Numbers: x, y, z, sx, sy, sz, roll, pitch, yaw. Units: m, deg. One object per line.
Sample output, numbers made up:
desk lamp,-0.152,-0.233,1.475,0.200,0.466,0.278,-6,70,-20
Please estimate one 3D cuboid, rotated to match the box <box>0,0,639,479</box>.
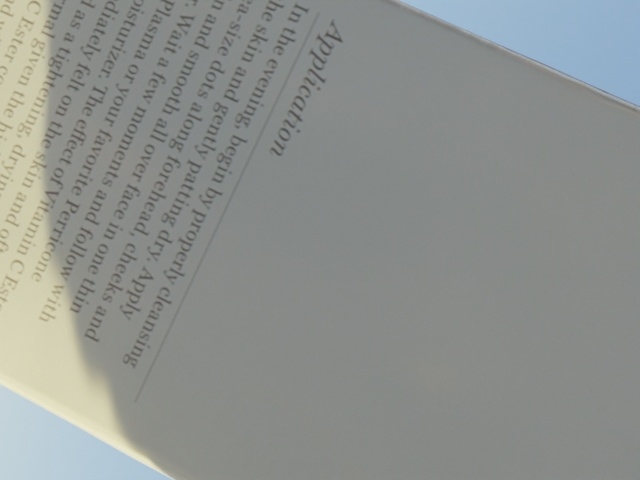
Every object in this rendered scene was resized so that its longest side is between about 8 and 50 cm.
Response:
box,0.000,0.000,0.483,0.168,0.345,0.215,-64,169,3
